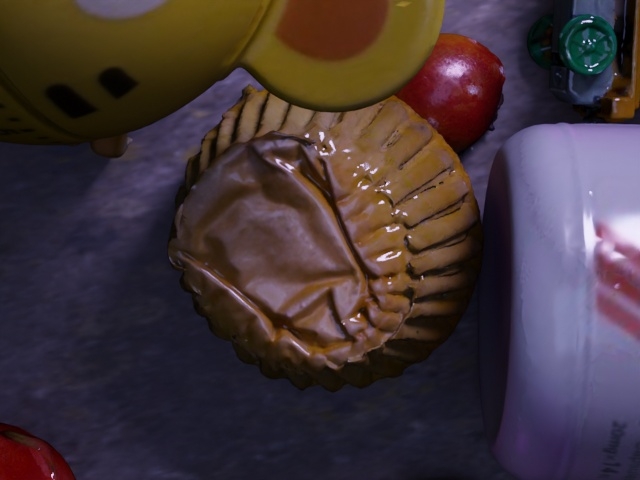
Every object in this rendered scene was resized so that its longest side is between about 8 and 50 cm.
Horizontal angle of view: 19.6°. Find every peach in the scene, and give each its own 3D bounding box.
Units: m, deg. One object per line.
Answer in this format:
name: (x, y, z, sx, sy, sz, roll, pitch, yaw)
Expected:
peach: (0.092, -0.108, 1.370, 0.098, 0.061, 0.098, 0, 93, 5)

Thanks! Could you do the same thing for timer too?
timer: (-0.137, -0.237, 1.144, 0.387, 0.376, 0.376, -10, 98, 20)

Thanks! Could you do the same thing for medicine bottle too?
medicine bottle: (0.281, 0.048, 1.295, 0.325, 0.256, 0.256, 3, 98, -1)

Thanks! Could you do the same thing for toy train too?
toy train: (0.228, -0.180, 1.351, 0.136, 0.091, 0.228, 3, 97, -11)

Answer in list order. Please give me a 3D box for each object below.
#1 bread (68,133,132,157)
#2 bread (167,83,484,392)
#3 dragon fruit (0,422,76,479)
bread: (-0.191, -0.130, 1.356, 0.177, 0.084, 0.119, 14, 97, 2)
bread: (0.002, 0.001, 1.337, 0.240, 0.139, 0.240, 2, 104, 8)
dragon fruit: (-0.261, 0.211, 1.356, 0.209, 0.172, 0.172, 26, 97, -15)
